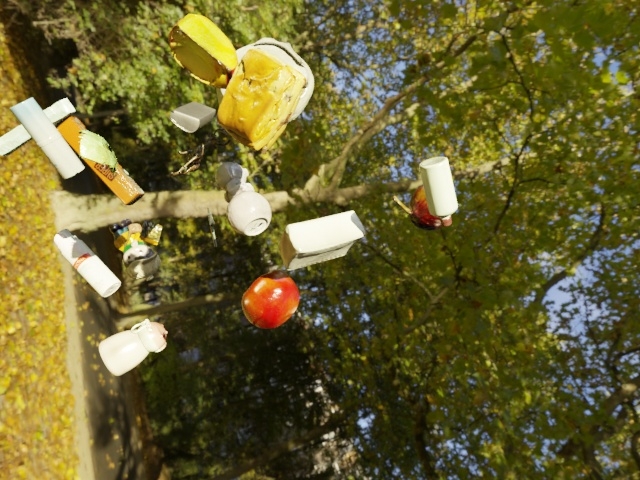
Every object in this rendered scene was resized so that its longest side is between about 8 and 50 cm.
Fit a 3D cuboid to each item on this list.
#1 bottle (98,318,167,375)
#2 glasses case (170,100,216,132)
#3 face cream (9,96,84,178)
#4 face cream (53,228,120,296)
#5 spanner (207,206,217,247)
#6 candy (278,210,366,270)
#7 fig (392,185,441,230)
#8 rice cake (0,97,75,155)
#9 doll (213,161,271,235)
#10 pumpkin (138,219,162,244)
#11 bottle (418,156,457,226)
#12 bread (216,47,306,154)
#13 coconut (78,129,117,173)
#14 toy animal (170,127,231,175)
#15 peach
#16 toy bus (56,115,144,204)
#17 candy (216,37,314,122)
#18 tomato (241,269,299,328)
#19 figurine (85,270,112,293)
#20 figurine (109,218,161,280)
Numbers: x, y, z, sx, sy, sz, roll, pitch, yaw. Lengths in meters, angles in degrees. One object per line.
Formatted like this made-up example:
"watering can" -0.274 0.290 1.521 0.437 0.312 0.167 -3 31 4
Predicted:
"bottle" -0.707 0.400 1.732 0.147 0.236 0.147 53 -19 27
"glasses case" -0.326 -0.322 1.162 0.042 0.072 0.191 -59 -169 21
"face cream" -0.857 -0.319 1.419 0.077 0.077 0.250 38 -23 58
"face cream" -1.012 0.091 1.933 0.345 0.102 0.102 43 -28 6
"spanner" -0.516 -0.054 2.150 0.316 0.024 0.087 105 -32 -62
"candy" 0.000 -0.003 1.934 0.145 0.358 0.208 66 -30 17
"fig" 0.448 -0.128 1.934 0.186 0.249 0.204 26 -54 40
"rice cake" -1.108 -0.441 1.747 0.066 0.336 0.063 57 0 -18
"doll" -0.266 -0.149 1.477 0.287 0.151 0.151 59 -27 29
"pumpkin" -0.655 -0.031 1.734 0.054 0.074 0.083 -38 -139 45
"bottle" 0.425 -0.167 1.601 0.104 0.104 0.245 29 -39 62
"bread" -0.165 -0.361 1.158 0.210 0.099 0.235 39 -71 29
"coconut" -0.623 -0.254 1.263 0.158 0.055 0.133 -116 -179 -85
"toy animal" -0.538 -0.389 1.995 0.243 0.260 0.087 -32 -81 42
"peach" -0.383 -0.639 1.540 0.158 0.267 0.154 -20 -136 50
"toy bus" -0.884 -0.319 1.812 0.409 0.093 0.092 49 -2 -9
"candy" -0.232 -0.617 1.795 0.427 0.386 0.186 64 2 25
"tomato" -0.234 0.289 2.136 0.226 0.298 0.299 49 -29 14
"figurine" -1.009 0.189 2.067 0.138 0.125 0.125 -2 -79 66
"figurine" -0.970 0.055 2.369 0.332 0.185 0.204 53 -15 26
